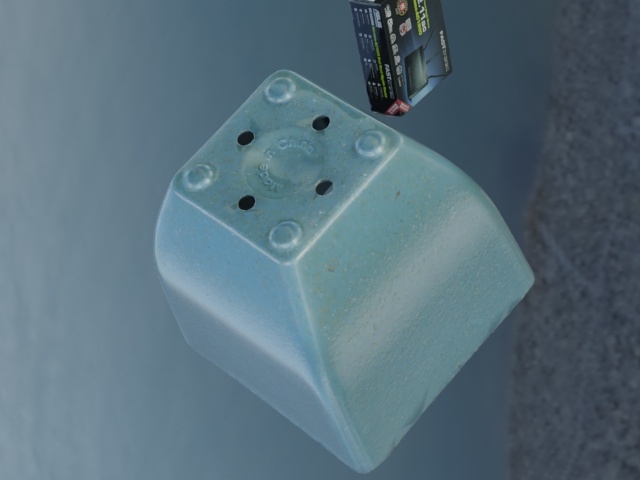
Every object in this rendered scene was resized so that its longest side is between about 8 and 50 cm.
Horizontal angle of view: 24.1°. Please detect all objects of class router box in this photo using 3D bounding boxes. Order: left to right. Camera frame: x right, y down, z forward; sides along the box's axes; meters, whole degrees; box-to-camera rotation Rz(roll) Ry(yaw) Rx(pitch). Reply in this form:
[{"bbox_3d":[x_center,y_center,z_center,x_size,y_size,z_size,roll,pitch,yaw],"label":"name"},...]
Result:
[{"bbox_3d":[0.077,-0.190,1.403,0.038,0.092,0.122,15,133,35],"label":"router box"}]

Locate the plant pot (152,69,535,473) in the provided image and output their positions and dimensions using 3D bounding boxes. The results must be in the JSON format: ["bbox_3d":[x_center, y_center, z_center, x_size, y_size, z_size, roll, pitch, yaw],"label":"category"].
[{"bbox_3d":[0.000,0.000,1.295,0.248,0.247,0.252,33,164,32],"label":"plant pot"}]
